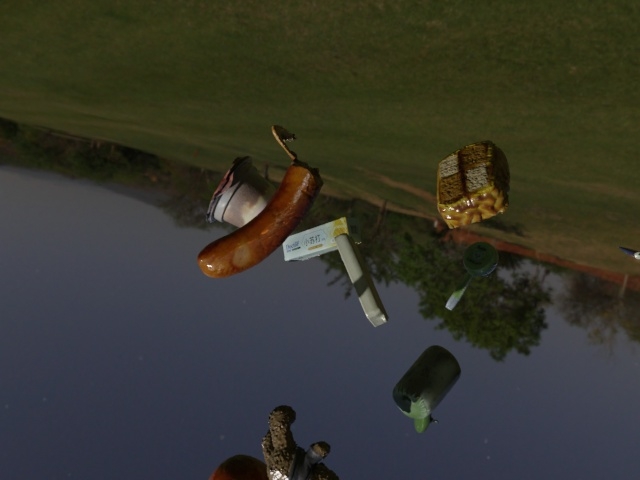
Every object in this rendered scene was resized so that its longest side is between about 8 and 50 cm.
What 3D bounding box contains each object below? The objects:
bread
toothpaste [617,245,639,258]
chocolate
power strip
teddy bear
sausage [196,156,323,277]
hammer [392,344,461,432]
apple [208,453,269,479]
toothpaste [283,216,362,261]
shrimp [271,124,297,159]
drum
[{"bbox_3d":[0.380,-0.142,1.469,0.181,0.222,0.096,-18,130,29],"label":"bread"},{"bbox_3d":[0.871,0.034,1.636,0.037,0.021,0.140,25,-170,4],"label":"toothpaste"},{"bbox_3d":[-0.179,-0.102,1.477,0.147,0.221,0.221,27,-174,8],"label":"chocolate"},{"bbox_3d":[0.105,0.100,1.540,0.046,0.270,0.118,-26,154,9],"label":"power strip"},{"bbox_3d":[-0.063,0.528,1.373,0.251,0.182,0.129,40,-144,25],"label":"teddy bear"},{"bbox_3d":[-0.107,-0.031,1.128,0.103,0.302,0.076,45,-179,14],"label":"sausage"},{"bbox_3d":[0.293,0.450,1.629,0.119,0.335,0.206,31,-124,31],"label":"hammer"},{"bbox_3d":[-0.190,0.623,1.446,0.195,0.160,0.173,-7,-159,0],"label":"apple"},{"bbox_3d":[0.000,0.000,1.911,0.071,0.089,0.313,-2,169,-44],"label":"toothpaste"},{"bbox_3d":[-0.067,-0.206,1.250,0.023,0.083,0.114,-32,171,17],"label":"shrimp"},{"bbox_3d":[0.511,0.122,1.942,0.130,0.253,0.049,8,159,46],"label":"drum"}]
